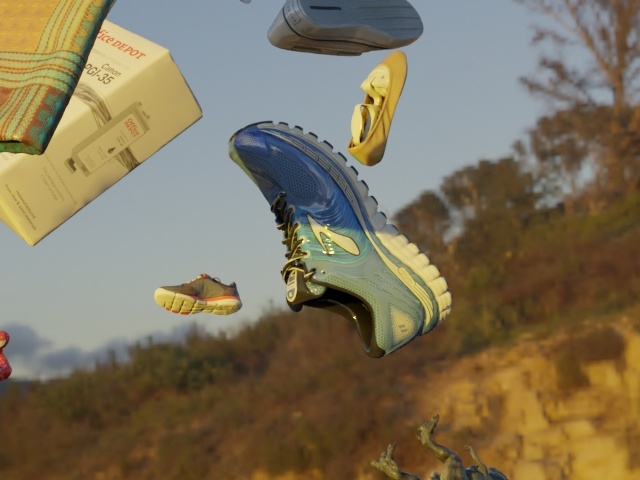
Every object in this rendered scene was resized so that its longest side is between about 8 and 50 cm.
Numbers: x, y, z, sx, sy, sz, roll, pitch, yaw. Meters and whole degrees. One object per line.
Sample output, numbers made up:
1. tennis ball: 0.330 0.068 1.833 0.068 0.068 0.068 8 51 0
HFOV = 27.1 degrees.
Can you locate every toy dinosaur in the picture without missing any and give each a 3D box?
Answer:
1. toy dinosaur: 0.132 0.275 1.538 0.268 0.118 0.064 -12 -35 -52

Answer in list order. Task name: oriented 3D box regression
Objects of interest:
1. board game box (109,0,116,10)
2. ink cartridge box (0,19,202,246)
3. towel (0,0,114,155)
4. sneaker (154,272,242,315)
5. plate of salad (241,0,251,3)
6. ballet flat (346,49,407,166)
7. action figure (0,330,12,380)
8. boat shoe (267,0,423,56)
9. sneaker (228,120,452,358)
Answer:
1. board game box: -0.423 -0.358 2.167 0.086 0.308 0.302 32 1 -19
2. ink cartridge box: -0.326 -0.149 1.703 0.283 0.117 0.207 -40 40 -17
3. towel: -0.278 -0.234 1.107 0.271 0.370 0.040 4 -31 22
4. sneaker: -0.212 0.088 2.273 0.158 0.065 0.061 9 -32 -29
5. plate of salad: -0.190 -0.545 2.561 0.048 0.199 0.200 -23 -14 17
6. ballet flat: 0.102 -0.252 2.426 0.073 0.232 0.080 23 -18 -34
7. action figure: -0.605 0.271 2.201 0.091 0.280 0.139 27 -4 19
8. boat shoe: 0.027 -0.265 1.615 0.226 0.083 0.076 0 -24 -44
9. sneaker: 0.000 0.000 1.553 0.147 0.330 0.130 -40 -8 -19
